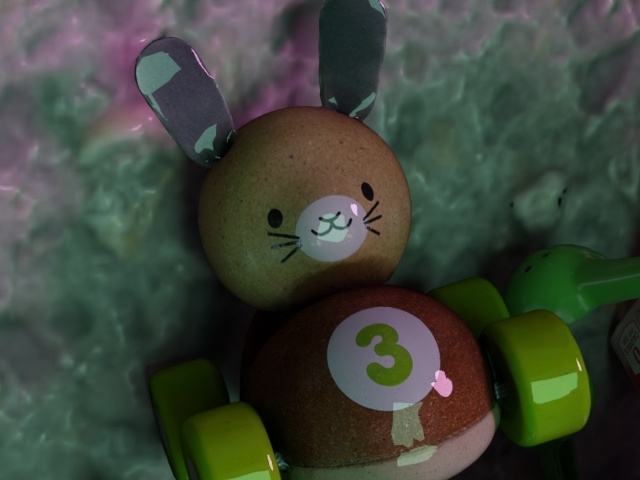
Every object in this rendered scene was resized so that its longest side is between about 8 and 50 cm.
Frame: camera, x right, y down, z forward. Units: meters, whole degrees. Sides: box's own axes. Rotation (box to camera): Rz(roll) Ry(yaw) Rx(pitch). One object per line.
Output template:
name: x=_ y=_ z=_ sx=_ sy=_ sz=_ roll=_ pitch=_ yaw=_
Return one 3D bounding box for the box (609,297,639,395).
box: x=0.275 y=0.004 z=0.747 sx=0.142 sy=0.154 sz=0.300 roll=-2 pitch=139 yaw=-28

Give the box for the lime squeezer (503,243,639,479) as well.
lime squeezer: x=0.131 y=0.064 z=0.803 sx=0.310 sy=0.110 sz=0.059 roll=100 pitch=17 yaw=-48

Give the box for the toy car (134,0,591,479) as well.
toy car: x=0.000 y=0.000 z=0.690 sx=0.155 sy=0.149 sz=0.188 roll=-16 pitch=102 yaw=-12
